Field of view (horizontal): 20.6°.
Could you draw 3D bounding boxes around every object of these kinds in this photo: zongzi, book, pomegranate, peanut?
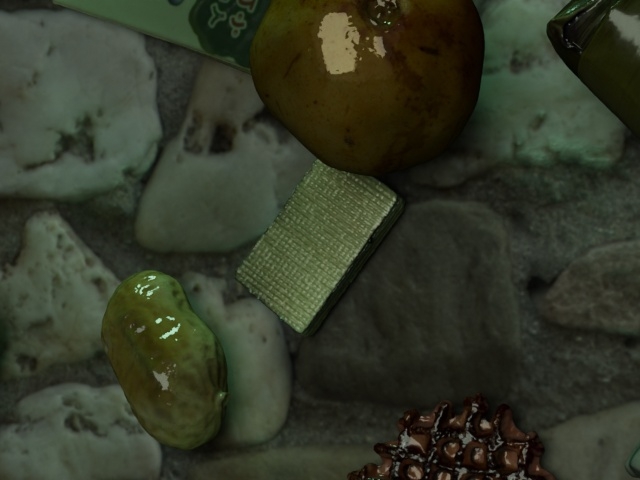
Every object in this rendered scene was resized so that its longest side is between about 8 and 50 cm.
[{"bbox_3d":[0.439,-0.226,1.847,0.317,0.154,0.289,-44,76,4],"label":"zongzi"},{"bbox_3d":[-0.135,-0.356,2.156,0.371,0.043,0.260,21,89,24],"label":"book"},{"bbox_3d":[0.051,-0.195,1.942,0.264,0.264,0.264,-4,80,22],"label":"pomegranate"},{"bbox_3d":[-0.181,0.135,2.052,0.129,0.129,0.224,-36,70,14],"label":"peanut"}]

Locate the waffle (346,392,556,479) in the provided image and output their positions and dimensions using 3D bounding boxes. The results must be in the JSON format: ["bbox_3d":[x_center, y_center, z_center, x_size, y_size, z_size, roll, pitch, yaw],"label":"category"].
[{"bbox_3d":[0.151,0.284,1.930,0.234,0.055,0.221,-41,71,17],"label":"waffle"}]

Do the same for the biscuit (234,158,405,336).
[{"bbox_3d":[0.000,0.000,2.044,0.121,0.040,0.199,39,96,25],"label":"biscuit"}]

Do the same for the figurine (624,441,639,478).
[{"bbox_3d":[0.383,0.298,1.789,0.176,0.133,0.236,14,89,15],"label":"figurine"}]
